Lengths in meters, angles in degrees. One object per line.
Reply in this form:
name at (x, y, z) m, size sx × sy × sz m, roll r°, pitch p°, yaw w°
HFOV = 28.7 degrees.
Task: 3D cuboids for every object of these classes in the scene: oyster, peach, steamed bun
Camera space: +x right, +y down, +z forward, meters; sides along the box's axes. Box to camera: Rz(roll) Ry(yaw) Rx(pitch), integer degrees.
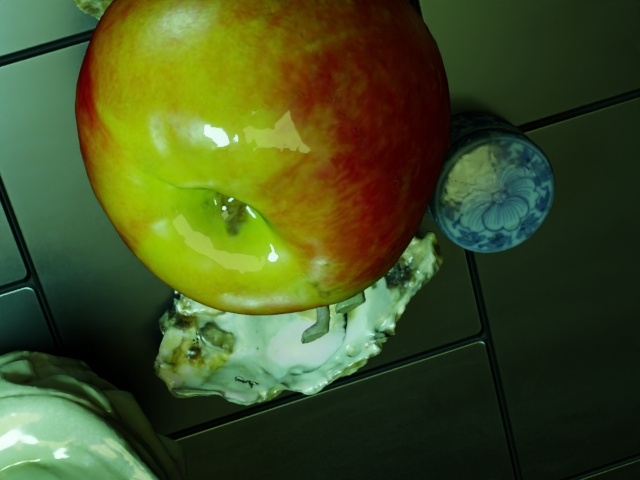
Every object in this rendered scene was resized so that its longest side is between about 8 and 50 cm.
oyster at (-0.024, 0.080, 1.462) m, size 0.354 × 0.107 × 0.201 m, roll -14°, pitch 81°, yaw 0°
peach at (-0.045, -0.122, 1.235) m, size 0.388 × 0.388 × 0.388 m, roll -4°, pitch 111°, yaw -11°
steamed bun at (-0.264, 0.266, 1.335) m, size 0.247 × 0.352 × 0.339 m, roll -26°, pitch 92°, yaw -4°

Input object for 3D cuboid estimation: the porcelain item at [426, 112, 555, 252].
porcelain item at (0.188, -0.066, 1.436) m, size 0.147 × 0.114 × 0.147 m, roll -4°, pitch 110°, yaw -10°

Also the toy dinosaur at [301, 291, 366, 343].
toy dinosaur at (-0.002, -0.001, 1.393) m, size 0.251 × 0.200 × 0.072 m, roll -27°, pitch 156°, yaw 7°

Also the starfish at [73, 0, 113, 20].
starfish at (-0.266, -0.354, 1.232) m, size 0.398 × 0.132 × 0.383 m, roll 17°, pitch 102°, yaw -21°
